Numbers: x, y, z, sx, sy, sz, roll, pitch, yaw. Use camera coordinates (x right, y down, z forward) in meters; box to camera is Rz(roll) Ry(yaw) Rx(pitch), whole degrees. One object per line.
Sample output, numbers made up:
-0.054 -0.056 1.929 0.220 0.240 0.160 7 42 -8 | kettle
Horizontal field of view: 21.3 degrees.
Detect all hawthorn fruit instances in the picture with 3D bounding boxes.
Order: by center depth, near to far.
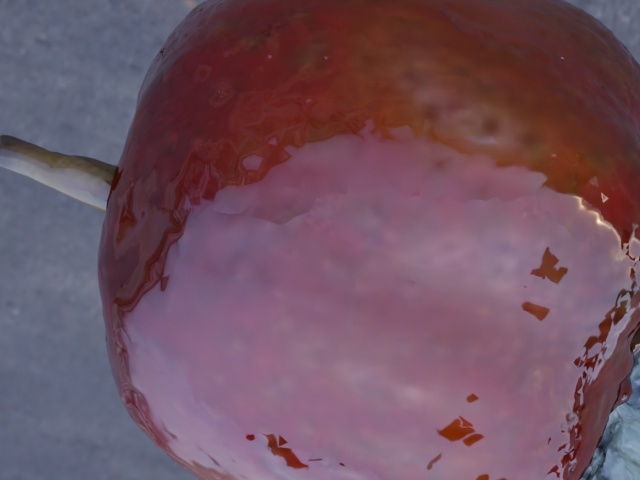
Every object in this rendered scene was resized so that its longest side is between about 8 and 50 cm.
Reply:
0.000 0.000 0.823 0.330 0.287 0.287 16 150 0 | hawthorn fruit

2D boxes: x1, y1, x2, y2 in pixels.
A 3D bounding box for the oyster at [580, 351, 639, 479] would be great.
0.219 0.189 1.210 0.162 0.351 0.158 23 -161 36 | oyster
